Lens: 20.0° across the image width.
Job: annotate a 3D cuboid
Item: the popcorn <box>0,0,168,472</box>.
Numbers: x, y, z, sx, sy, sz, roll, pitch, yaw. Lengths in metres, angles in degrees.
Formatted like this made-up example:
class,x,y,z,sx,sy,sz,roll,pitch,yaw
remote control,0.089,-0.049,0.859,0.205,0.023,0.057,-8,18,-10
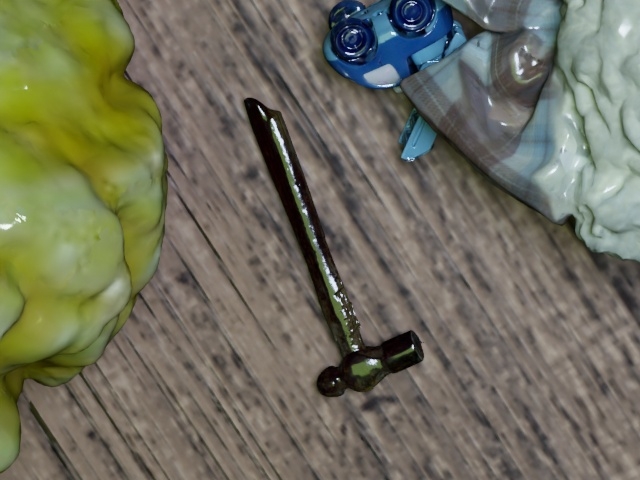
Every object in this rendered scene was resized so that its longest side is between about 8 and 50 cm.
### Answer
class,x,y,z,sx,sy,sz,roll,pitch,yaw
popcorn,-0.241,-0.050,0.914,0.334,0.292,0.293,12,96,1

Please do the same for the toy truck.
class,x,y,z,sx,sy,sz,roll,pitch,yaw
toy truck,0.046,-0.092,0.974,0.073,0.056,0.090,-23,109,9

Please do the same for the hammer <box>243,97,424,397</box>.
class,x,y,z,sx,sy,sz,roll,pitch,yaw
hammer,0.000,0.000,1.017,0.065,0.021,0.178,-20,94,14

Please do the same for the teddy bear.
class,x,y,z,sx,sy,sz,roll,pitch,yaw
teddy bear,0.295,-0.083,0.901,0.362,0.375,0.327,21,110,50
